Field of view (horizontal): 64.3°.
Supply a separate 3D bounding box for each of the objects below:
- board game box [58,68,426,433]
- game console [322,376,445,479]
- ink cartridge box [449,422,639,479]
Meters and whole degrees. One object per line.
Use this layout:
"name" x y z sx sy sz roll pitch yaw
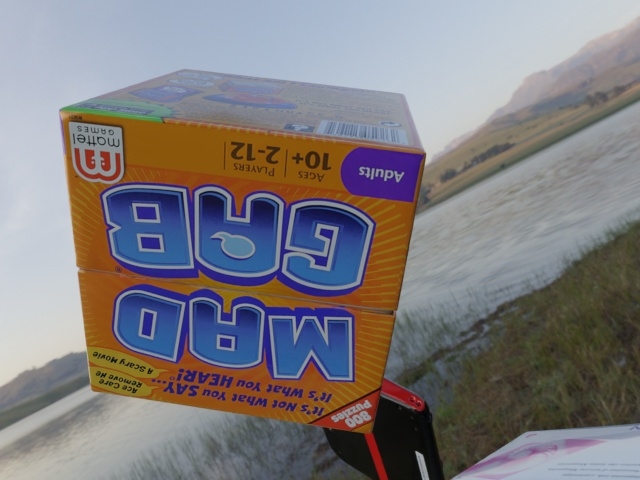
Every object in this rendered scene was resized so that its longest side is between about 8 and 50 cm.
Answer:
"board game box" -0.076 -0.018 0.707 0.357 0.356 0.356 7 25 3
"game console" 0.118 0.410 1.106 0.342 0.386 0.060 13 42 41
"ink cartridge box" 0.344 0.340 0.709 0.330 0.071 0.324 -7 -16 -38
